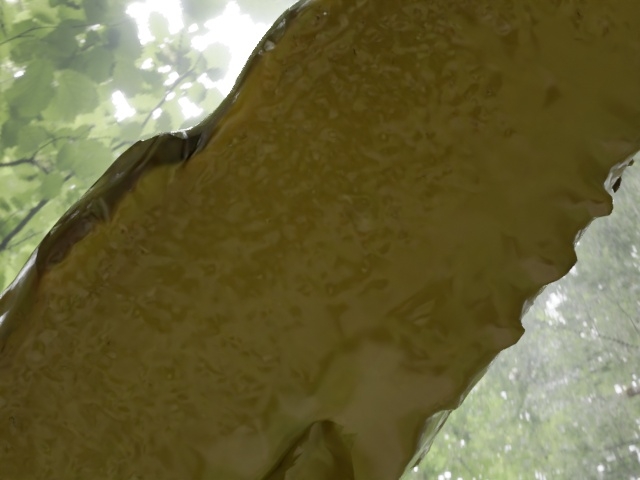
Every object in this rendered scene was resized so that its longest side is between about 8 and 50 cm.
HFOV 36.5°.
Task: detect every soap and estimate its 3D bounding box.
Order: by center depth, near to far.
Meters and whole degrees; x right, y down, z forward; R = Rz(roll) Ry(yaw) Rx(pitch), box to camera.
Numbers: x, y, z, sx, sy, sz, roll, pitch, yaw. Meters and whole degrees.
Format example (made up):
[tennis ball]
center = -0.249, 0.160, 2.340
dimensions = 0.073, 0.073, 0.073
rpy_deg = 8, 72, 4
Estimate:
[soap]
center = 0.000, 0.000, 0.369
dimensions = 0.169, 0.304, 0.339
rpy_deg = 36, -64, 12
